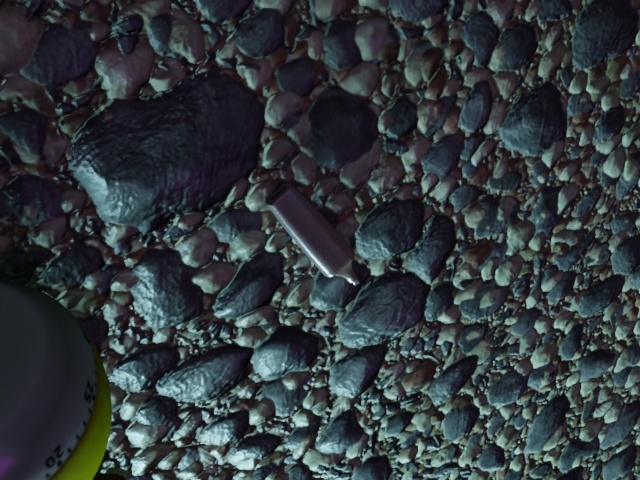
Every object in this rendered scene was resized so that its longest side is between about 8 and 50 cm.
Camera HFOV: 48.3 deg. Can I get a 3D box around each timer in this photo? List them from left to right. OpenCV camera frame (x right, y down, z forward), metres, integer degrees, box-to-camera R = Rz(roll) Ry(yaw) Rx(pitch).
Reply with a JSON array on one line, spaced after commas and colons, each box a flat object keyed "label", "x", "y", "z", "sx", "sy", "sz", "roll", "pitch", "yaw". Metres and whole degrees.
[{"label": "timer", "x": -0.335, "y": 0.201, "z": 0.729, "sx": 0.285, "sy": 0.285, "sz": 0.285, "roll": -13, "pitch": 121, "yaw": -23}]

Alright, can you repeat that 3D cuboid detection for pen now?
[{"label": "pen", "x": 0.000, "y": 0.000, "z": 0.940, "sx": 0.053, "sy": 0.032, "sz": 0.197, "roll": -43, "pitch": 125, "yaw": -4}]

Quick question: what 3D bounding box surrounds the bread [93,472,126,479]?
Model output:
[{"label": "bread", "x": -0.302, "y": 0.364, "z": 0.909, "sx": 0.156, "sy": 0.125, "sz": 0.086, "roll": -21, "pitch": 132, "yaw": -16}]
